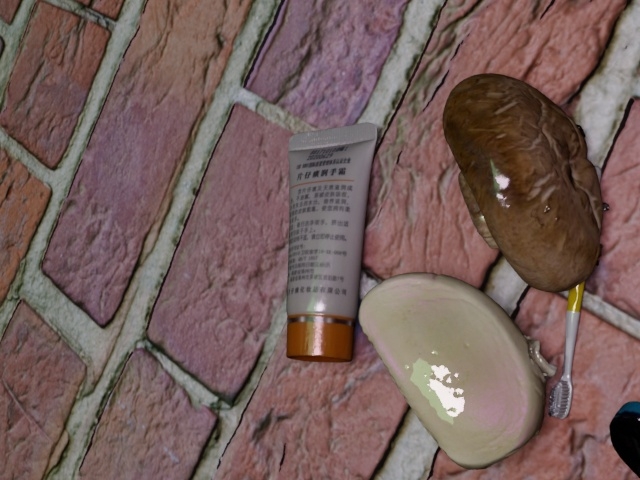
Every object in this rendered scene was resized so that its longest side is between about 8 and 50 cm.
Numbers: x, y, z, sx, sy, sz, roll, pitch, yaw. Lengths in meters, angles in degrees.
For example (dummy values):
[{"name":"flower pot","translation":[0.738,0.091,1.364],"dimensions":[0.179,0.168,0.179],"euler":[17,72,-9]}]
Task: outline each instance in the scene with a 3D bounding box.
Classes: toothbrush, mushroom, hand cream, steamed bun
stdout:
[{"name":"toothbrush","translation":[0.286,0.057,1.025],"dimensions":[0.021,0.024,0.288],"euler":[7,88,38]},{"name":"mushroom","translation":[0.203,-0.082,1.009],"dimensions":[0.156,0.151,0.285],"euler":[-34,62,29]},{"name":"hand cream","translation":[0.000,0.000,1.193],"dimensions":[0.140,0.089,0.314],"euler":[-1,80,33]},{"name":"steamed bun","translation":[0.163,0.129,1.021],"dimensions":[0.152,0.170,0.238],"euler":[-35,68,10]}]

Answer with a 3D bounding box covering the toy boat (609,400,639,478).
[{"name":"toy boat","translation":[0.427,0.236,0.872],"dimensions":[0.092,0.134,0.299],"euler":[-42,54,-19]}]
